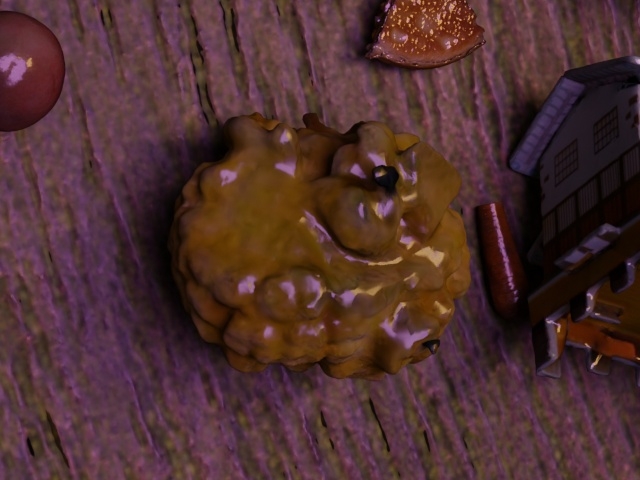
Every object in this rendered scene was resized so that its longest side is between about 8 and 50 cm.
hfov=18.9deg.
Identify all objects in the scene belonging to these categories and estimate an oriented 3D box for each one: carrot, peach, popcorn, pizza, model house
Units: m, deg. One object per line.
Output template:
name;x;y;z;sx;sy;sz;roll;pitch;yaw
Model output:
carrot;0.140;0.017;1.472;0.032;0.032;0.093;-15;93;-25
peach;-0.208;-0.113;1.274;0.083;0.083;0.083;0;89;-26
popcorn;0.002;0.000;1.326;0.218;0.169;0.189;6;87;-30
pizza;0.083;-0.165;1.449;0.099;0.029;0.100;26;81;-32
model house;0.279;-0.006;1.437;0.224;0.198;0.215;16;58;-24
